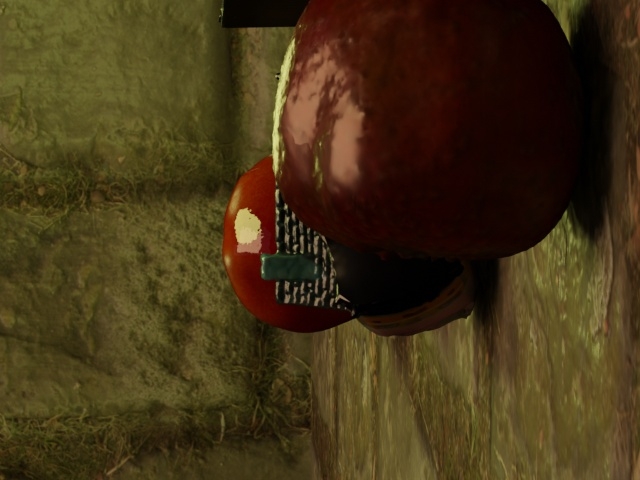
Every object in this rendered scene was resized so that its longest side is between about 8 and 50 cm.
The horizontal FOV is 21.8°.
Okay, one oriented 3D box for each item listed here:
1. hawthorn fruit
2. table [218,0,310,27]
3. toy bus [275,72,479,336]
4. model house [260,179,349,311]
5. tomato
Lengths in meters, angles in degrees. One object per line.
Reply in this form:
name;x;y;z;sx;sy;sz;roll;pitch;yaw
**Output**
hawthorn fruit;0.097;-0.142;1.478;0.287;0.287;0.330;-130;38;-80
table;0.001;-0.435;2.248;0.196;0.282;0.250;106;161;-69
toy bus;0.084;-0.059;1.985;0.162;0.171;0.386;44;-153;-54
model house;0.042;-0.037;2.192;0.226;0.241;0.261;-113;22;-80
tomato;0.000;0.000;2.556;0.226;0.299;0.298;-2;89;51
